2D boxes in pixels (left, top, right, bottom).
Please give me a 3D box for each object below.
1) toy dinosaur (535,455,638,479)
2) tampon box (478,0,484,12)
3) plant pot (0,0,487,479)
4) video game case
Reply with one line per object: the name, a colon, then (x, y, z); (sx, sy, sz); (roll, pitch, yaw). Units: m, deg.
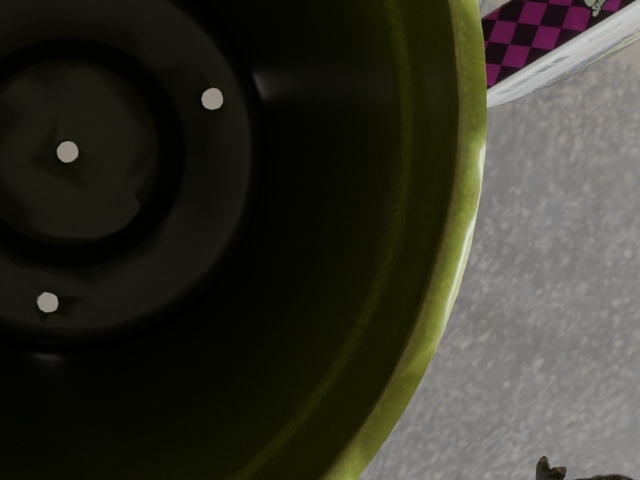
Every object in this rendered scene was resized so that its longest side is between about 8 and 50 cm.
toy dinosaur: (0.252, 0.206, 0.849); (0.313, 0.160, 0.121); (-23, 40, 20)
tampon box: (0.091, -0.211, 1.189); (0.101, 0.120, 0.161); (14, 77, 18)
plant pot: (-0.141, -0.045, 0.529); (0.366, 0.353, 0.366); (0, 92, -3)
video game case: (0.194, -0.149, 0.628); (0.210, 0.232, 0.042); (-23, 85, -53)
